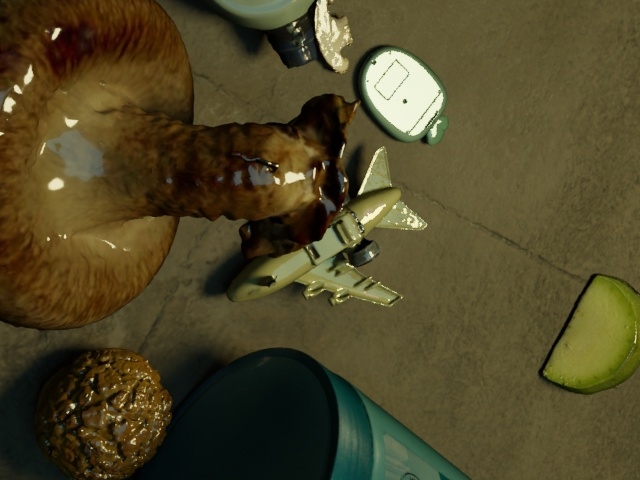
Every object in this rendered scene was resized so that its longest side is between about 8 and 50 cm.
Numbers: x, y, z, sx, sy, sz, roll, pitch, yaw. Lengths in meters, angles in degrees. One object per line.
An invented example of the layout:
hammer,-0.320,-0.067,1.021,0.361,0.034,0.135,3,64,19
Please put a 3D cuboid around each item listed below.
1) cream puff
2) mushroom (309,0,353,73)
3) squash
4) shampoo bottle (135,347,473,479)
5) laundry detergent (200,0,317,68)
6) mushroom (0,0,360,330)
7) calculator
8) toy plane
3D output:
cream puff,-0.241,0.202,1.042,0.150,0.115,0.165,-4,109,-22
mushroom,0.012,-0.241,1.080,0.049,0.019,0.101,-24,118,-17
squash,0.456,0.166,1.403,0.184,0.085,0.192,24,96,-30
shampoo bottle,0.001,0.351,1.092,0.343,0.331,0.331,41,86,-33
laundry detergent,-0.052,-0.322,0.969,0.215,0.105,0.280,-30,116,-11
mushroom,-0.201,-0.057,0.861,0.334,0.356,0.331,-11,135,-60
calculator,0.108,-0.176,1.149,0.153,0.021,0.095,40,87,-28
toy plane,0.000,0.000,1.115,0.256,0.104,0.242,-35,104,-20
